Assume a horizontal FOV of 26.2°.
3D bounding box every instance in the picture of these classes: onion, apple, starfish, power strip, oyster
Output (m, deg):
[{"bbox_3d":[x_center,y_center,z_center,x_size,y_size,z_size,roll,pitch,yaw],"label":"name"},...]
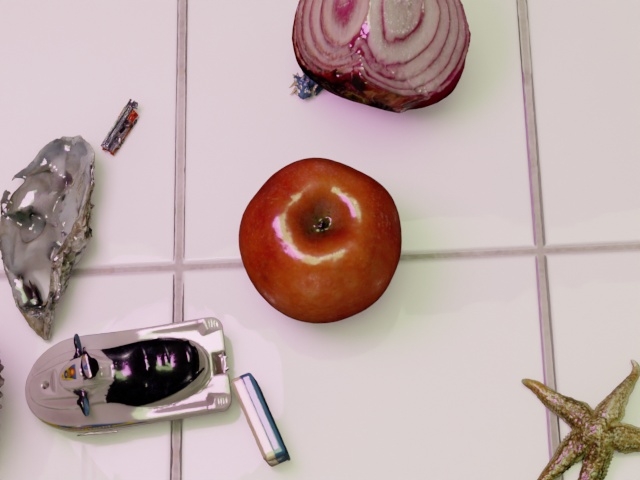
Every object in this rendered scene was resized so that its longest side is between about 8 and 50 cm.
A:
[{"bbox_3d":[0.085,-0.285,1.903,0.207,0.206,0.216,12,85,55],"label":"onion"},{"bbox_3d":[0.000,0.000,1.810,0.218,0.201,0.218,1,71,-3],"label":"apple"},{"bbox_3d":[0.350,0.244,1.780,0.216,0.050,0.223,29,71,21],"label":"starfish"},{"bbox_3d":[-0.080,0.235,1.810,0.032,0.056,0.123,-24,70,-2],"label":"power strip"},{"bbox_3d":[-0.367,-0.020,1.907,0.199,0.087,0.252,-33,64,4],"label":"oyster"}]

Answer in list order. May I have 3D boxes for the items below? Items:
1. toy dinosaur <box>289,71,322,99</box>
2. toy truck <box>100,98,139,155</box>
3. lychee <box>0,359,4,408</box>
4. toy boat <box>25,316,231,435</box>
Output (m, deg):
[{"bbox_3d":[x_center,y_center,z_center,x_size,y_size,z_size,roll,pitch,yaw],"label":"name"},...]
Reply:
[{"bbox_3d":[-0.011,-0.239,1.977,0.047,0.030,0.083,38,78,14],"label":"toy dinosaur"},{"bbox_3d":[-0.286,-0.164,1.977,0.024,0.032,0.083,27,75,18],"label":"toy truck"},{"bbox_3d":[-0.545,0.201,1.749,0.300,0.300,0.300,-2,71,5],"label":"lychee"},{"bbox_3d":[-0.253,0.178,1.810,0.269,0.141,0.141,-5,70,-11],"label":"toy boat"}]
